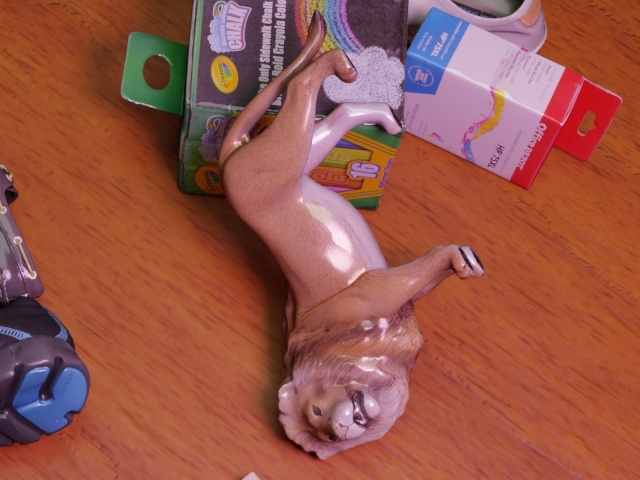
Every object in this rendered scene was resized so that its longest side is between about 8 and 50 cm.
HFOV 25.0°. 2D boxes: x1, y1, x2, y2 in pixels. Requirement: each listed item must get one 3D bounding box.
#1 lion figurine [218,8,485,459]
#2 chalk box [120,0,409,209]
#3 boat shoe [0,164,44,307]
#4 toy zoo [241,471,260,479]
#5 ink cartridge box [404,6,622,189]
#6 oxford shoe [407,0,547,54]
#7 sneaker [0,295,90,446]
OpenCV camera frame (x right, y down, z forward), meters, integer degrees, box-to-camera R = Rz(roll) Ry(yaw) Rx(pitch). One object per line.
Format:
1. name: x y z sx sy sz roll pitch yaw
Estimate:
1. lion figurine: 0.000 0.000 1.398 0.240 0.142 0.392 -29 88 13
2. chalk box: -0.064 -0.159 1.530 0.289 0.179 0.180 6 61 -5
3. boat shoe: -0.341 -0.036 1.472 0.068 0.081 0.228 -12 71 -19
4. toy zoo: -0.113 0.370 1.310 0.293 0.030 0.192 -36 73 -25
5. ink cartridge box: 0.198 -0.146 1.589 0.231 0.134 0.078 26 59 6
6. oxford shoe: 0.053 -0.317 1.666 0.449 0.130 0.169 15 62 0
7. sneaker: -0.392 0.155 1.353 0.341 0.125 0.139 -16 38 -15
